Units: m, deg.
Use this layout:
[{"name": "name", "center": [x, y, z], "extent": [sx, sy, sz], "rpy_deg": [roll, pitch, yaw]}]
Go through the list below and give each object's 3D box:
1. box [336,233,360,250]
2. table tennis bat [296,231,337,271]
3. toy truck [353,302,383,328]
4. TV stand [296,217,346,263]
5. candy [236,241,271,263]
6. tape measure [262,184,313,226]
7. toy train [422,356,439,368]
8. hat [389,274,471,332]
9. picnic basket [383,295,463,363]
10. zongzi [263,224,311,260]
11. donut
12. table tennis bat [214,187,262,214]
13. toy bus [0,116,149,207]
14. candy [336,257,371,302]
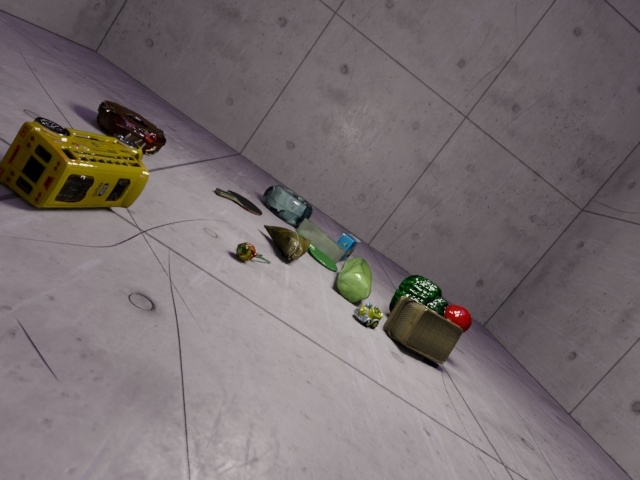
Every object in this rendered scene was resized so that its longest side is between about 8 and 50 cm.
[{"name": "box", "center": [0.128, 0.037, 2.313], "extent": [0.073, 0.139, 0.194], "rpy_deg": [40, 10, 13]}, {"name": "table tennis bat", "center": [-0.022, 0.056, 2.012], "extent": [0.257, 0.039, 0.160], "rpy_deg": [42, 10, 2]}, {"name": "toy truck", "center": [0.173, 0.260, 1.557], "extent": [0.111, 0.076, 0.076], "rpy_deg": [27, 13, -46]}, {"name": "TV stand", "center": [0.000, 0.000, 2.197], "extent": [0.269, 0.088, 0.083], "rpy_deg": [43, 11, 33]}, {"name": "candy", "center": [-0.200, 0.050, 1.366], "extent": [0.060, 0.060, 0.201], "rpy_deg": [40, 2, 24]}, {"name": "tape measure", "center": [-0.173, -0.195, 2.357], "extent": [0.275, 0.147, 0.256], "rpy_deg": [40, 10, 29]}, {"name": "toy train", "center": [0.409, 0.455, 1.637], "extent": [0.083, 0.017, 0.017], "rpy_deg": [33, 8, -23]}, {"name": "hat", "center": [0.475, 0.306, 1.875], "extent": [0.333, 0.242, 0.274], "rpy_deg": [28, 13, 25]}, {"name": "picnic basket", "center": [0.385, 0.333, 1.645], "extent": [0.267, 0.165, 0.139], "rpy_deg": [31, 1, -31]}, {"name": "zongzi", "center": [-0.149, -0.004, 1.659], "extent": [0.205, 0.094, 0.205], "rpy_deg": [33, 9, 3]}, {"name": "donut", "center": [-0.711, -0.420, 1.647], "extent": [0.270, 0.103, 0.269], "rpy_deg": [33, 11, -7]}, {"name": "table tennis bat", "center": [-0.365, -0.180, 1.960], "extent": [0.173, 0.022, 0.301], "rpy_deg": [41, 9, 24]}, {"name": "toy bus", "center": [-0.497, -0.148, 0.948], "extent": [0.151, 0.145, 0.331], "rpy_deg": [39, 12, 7]}, {"name": "candy", "center": [0.147, 0.164, 1.837], "extent": [0.343, 0.132, 0.142], "rpy_deg": [-45, 124, -79]}]
